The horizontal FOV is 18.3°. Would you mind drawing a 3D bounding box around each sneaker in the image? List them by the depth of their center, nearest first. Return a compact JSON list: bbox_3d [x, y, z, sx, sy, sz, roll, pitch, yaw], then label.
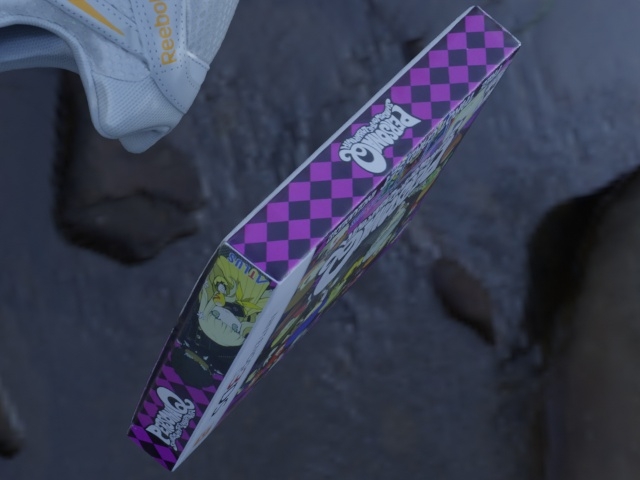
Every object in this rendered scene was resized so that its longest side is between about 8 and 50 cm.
[{"bbox_3d":[-0.149,-0.108,0.641,0.262,0.099,0.121,18,88,-2],"label":"sneaker"}]

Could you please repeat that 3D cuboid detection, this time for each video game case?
[{"bbox_3d":[0.000,0.000,1.091,0.042,0.210,0.232,40,53,7],"label":"video game case"}]
